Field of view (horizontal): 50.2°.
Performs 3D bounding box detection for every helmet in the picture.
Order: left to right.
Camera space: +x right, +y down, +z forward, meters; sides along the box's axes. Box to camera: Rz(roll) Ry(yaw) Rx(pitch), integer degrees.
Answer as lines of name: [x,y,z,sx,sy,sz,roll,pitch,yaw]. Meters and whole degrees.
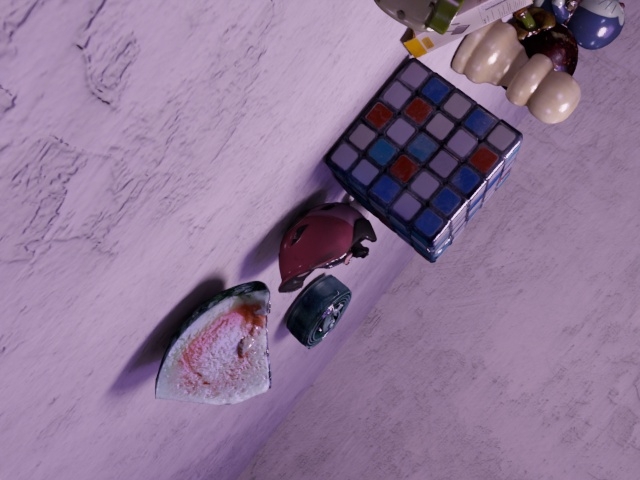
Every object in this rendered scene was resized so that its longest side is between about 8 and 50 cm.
helmet: [0.000,0.000,1.483,0.253,0.154,0.198,-12,163,-40]

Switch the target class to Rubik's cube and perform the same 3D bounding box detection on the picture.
Rubik's cube: [0.222,-0.159,1.468,0.293,0.287,0.292,-50,167,1]

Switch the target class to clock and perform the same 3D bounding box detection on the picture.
clock: [0.722,-0.636,1.892,0.199,0.243,0.146,-42,166,-39]

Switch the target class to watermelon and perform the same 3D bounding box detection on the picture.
watermelon: [-0.191,0.229,1.338,0.289,0.214,0.320,-37,172,-38]

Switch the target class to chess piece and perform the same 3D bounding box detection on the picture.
chess piece: [0.480,-0.397,1.636,0.167,0.299,0.167,-47,167,-14]

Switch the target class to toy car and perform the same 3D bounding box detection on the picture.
toy car: [0.178,-0.431,1.001,0.235,0.145,0.235,-59,180,0]

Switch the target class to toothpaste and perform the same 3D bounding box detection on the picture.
toothpaste: [0.071,-0.041,1.789,0.099,0.069,0.282,-10,159,-21]

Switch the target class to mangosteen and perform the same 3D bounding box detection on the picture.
mangosteen: [0.580,-0.518,1.868,0.228,0.228,0.265,-43,127,-27]

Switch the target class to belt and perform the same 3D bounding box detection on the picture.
belt: [-0.009,0.219,2.071,0.206,0.116,0.268,-37,158,-33]

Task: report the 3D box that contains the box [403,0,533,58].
box: [0.277,-0.426,1.298,0.247,0.033,0.129,-22,174,17]
